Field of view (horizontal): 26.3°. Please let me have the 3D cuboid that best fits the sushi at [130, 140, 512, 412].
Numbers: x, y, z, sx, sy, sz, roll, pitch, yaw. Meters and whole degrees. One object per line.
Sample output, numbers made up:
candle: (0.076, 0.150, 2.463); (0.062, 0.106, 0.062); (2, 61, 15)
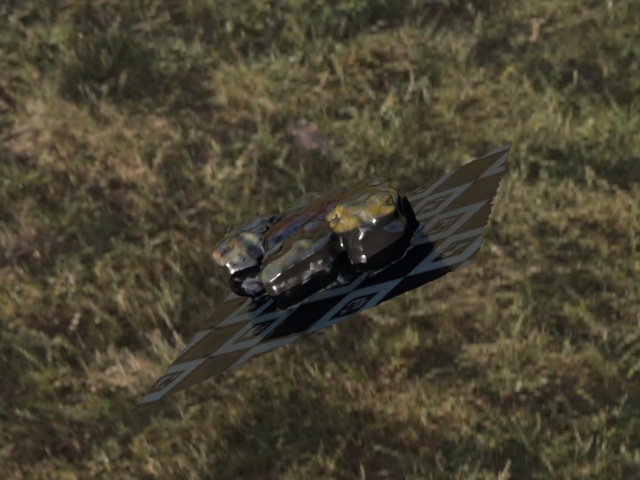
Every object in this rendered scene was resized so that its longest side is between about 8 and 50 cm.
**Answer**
sushi: (0.000, 0.000, 1.066); (0.294, 0.059, 0.292); (-25, 13, 22)
